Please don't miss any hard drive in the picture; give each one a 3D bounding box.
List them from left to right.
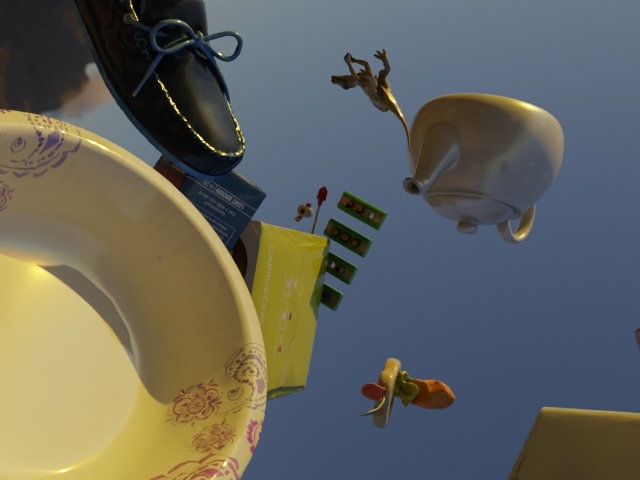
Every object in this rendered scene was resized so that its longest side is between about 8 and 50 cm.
[{"bbox_3d":[0.525,0.429,1.317,0.233,0.047,0.353,-53,-163,-26],"label":"hard drive"}]

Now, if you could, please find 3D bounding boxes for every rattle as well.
[{"bbox_3d":[0.149,0.278,1.195,0.130,0.143,0.199,-59,166,-9],"label":"rattle"}]

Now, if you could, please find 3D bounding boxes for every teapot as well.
[{"bbox_3d":[0.246,-0.100,1.068,0.252,0.256,0.187,106,-5,-83],"label":"teapot"}]

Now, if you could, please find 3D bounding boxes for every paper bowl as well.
[{"bbox_3d":[-0.182,0.072,0.441,0.148,0.284,0.284,-37,-153,30],"label":"paper bowl"}]

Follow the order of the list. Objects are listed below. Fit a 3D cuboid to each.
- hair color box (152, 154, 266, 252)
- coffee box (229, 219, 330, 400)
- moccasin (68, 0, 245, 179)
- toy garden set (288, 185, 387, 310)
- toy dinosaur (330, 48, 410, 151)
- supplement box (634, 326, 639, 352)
[{"bbox_3d":[-0.228,0.044,0.896,0.347,0.105,0.174,-57,-153,-2],"label":"hair color box"},{"bbox_3d":[-0.211,0.122,1.386,0.334,0.338,0.337,9,-92,22],"label":"coffee box"},{"bbox_3d":[-0.178,-0.227,0.732,0.117,0.342,0.138,-33,180,29],"label":"moccasin"},{"bbox_3d":[0.000,0.000,1.520,0.204,0.049,0.244,30,-82,22],"label":"toy garden set"},{"bbox_3d":[0.078,-0.204,0.932,0.053,0.092,0.183,-34,-128,-11],"label":"toy dinosaur"},{"bbox_3d":[0.383,0.188,0.669,0.078,0.233,0.080,-13,170,7],"label":"supplement box"}]
